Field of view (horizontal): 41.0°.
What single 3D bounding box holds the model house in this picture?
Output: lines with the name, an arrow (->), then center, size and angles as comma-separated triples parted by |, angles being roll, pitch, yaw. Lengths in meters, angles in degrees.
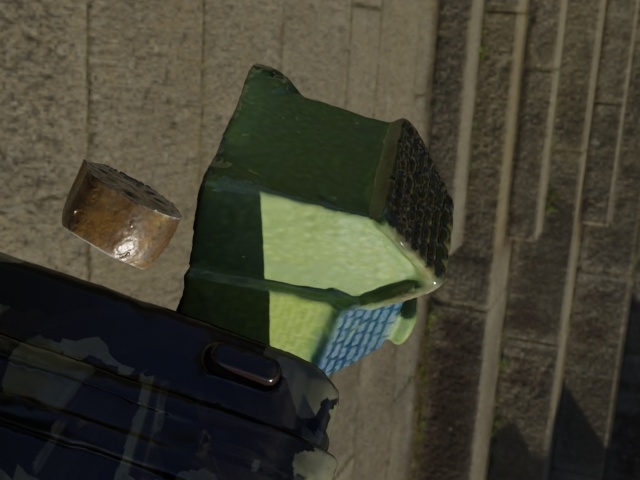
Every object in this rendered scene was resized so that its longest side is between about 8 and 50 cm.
model house -> 0.000, 0.000, 0.690 | 0.195, 0.189, 0.214 | -73, 179, -50

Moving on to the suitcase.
suitcase -> -0.177, 0.157, 0.600 | 0.339, 0.351, 0.194 | 114, -5, -64

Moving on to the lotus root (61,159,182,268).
lotus root -> -0.214, -0.027, 0.911 | 0.081, 0.122, 0.112 | -60, -160, 0
